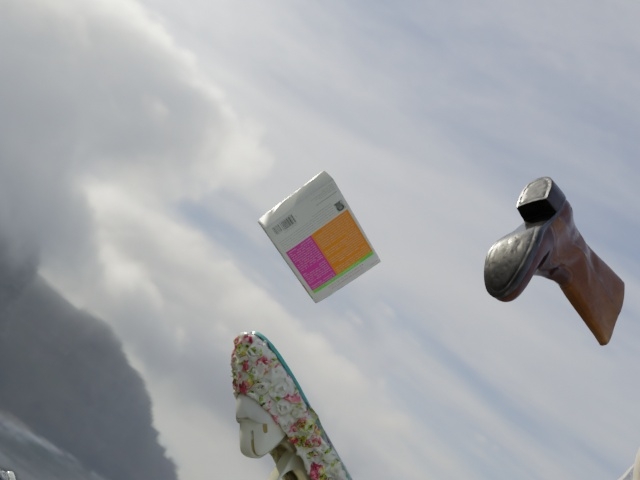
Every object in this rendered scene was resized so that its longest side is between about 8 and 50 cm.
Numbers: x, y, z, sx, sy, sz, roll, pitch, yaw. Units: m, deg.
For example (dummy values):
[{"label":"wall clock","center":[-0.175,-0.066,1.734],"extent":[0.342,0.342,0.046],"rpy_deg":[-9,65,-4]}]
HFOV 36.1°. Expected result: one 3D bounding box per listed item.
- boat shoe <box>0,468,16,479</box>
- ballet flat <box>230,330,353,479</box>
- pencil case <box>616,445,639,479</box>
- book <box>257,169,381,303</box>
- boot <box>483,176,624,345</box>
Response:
[{"label":"boat shoe","center":[-0.294,0.219,0.790],"extent":[0.105,0.113,0.306],"rpy_deg":[40,-41,25]},{"label":"ballet flat","center":[-0.030,0.201,0.931],"extent":[0.091,0.077,0.241],"rpy_deg":[-10,-67,57]},{"label":"pencil case","center":[0.343,0.338,1.061],"extent":[0.183,0.160,0.410],"rpy_deg":[2,-39,-11]},{"label":"book","center":[0.000,0.000,1.138],"extent":[0.035,0.096,0.144],"rpy_deg":[48,-8,47]},{"label":"boot","center":[0.397,0.076,1.640],"extent":[0.096,0.264,0.280],"rpy_deg":[-18,-59,38]}]
